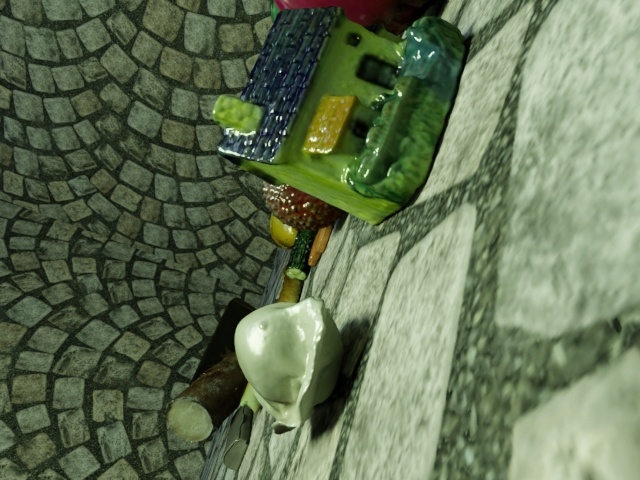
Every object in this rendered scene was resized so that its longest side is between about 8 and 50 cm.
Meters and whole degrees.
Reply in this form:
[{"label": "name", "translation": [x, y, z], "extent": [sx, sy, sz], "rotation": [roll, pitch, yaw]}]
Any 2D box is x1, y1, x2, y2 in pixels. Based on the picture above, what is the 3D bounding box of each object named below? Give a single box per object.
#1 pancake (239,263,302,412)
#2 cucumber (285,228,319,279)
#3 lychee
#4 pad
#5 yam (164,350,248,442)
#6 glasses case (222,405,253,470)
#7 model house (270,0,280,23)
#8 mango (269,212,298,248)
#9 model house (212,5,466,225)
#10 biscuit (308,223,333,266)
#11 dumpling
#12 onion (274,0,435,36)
[{"label": "pancake", "translation": [-0.105, 0.202, 1.113], "extent": [0.197, 0.054, 0.376], "rotation": [116, 173, -48]}, {"label": "cucumber", "translation": [-0.039, 0.015, 1.149], "extent": [0.187, 0.058, 0.058], "rotation": [-77, 9, -49]}, {"label": "lychee", "translation": [-0.021, -0.097, 0.851], "extent": [0.197, 0.165, 0.165], "rotation": [48, -118, -79]}, {"label": "pad", "translation": [-0.240, 0.380, 1.429], "extent": [0.375, 0.063, 0.315], "rotation": [-67, -27, -14]}, {"label": "yam", "translation": [-0.251, 0.378, 1.207], "extent": [0.131, 0.131, 0.280], "rotation": [-67, -13, 17]}, {"label": "glasses case", "translation": [-0.179, 0.427, 1.086], "extent": [0.072, 0.042, 0.190], "rotation": [-61, 6, 0]}, {"label": "model house", "translation": [0.051, -0.559, 1.153], "extent": [0.329, 0.295, 0.252], "rotation": [-81, 17, -53]}, {"label": "mango", "translation": [-0.081, -0.053, 1.444], "extent": [0.262, 0.130, 0.167], "rotation": [-147, 76, -79]}, {"label": "model house", "translation": [0.011, -0.148, 0.507], "extent": [0.170, 0.211, 0.194], "rotation": [138, 153, -82]}, {"label": "biscuit", "translation": [0.000, 0.000, 1.021], "extent": [0.130, 0.019, 0.102], "rotation": [121, 169, -65]}, {"label": "dumpling", "translation": [-0.030, 0.125, 0.489], "extent": [0.188, 0.108, 0.127], "rotation": [-33, 60, 57]}, {"label": "onion", "translation": [0.025, -0.469, 0.682], "extent": [0.348, 0.385, 0.348], "rotation": [-49, 20, 25]}]
